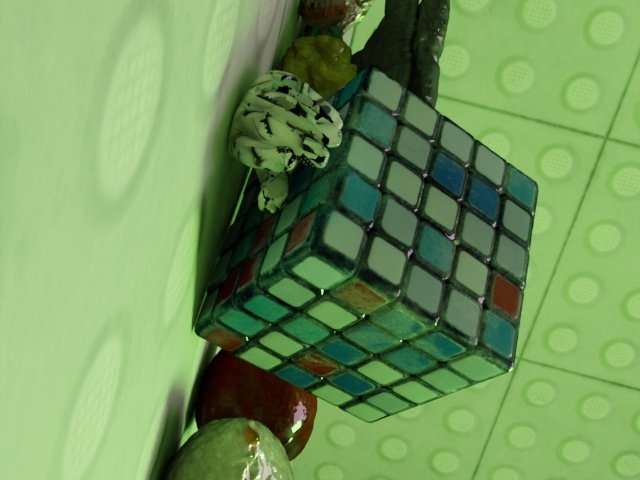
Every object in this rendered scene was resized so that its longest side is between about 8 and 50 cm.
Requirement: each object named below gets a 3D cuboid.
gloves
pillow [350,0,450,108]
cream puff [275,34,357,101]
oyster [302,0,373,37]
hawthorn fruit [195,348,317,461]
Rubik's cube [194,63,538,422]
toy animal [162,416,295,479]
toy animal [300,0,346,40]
[{"bbox_3d":[-0.048,-0.114,0.918,0.127,0.111,0.212,-47,-172,10],"label":"gloves"},{"bbox_3d":[0.092,-0.228,1.280,0.326,0.101,0.228,128,-27,-66],"label":"pillow"},{"bbox_3d":[-0.013,-0.209,1.175,0.156,0.121,0.156,43,-39,51],"label":"cream puff"},{"bbox_3d":[0.008,-0.337,1.387,0.232,0.107,0.161,-57,-171,10],"label":"oyster"},{"bbox_3d":[-0.096,0.228,1.272,0.185,0.185,0.202,103,-15,-50],"label":"hawthorn fruit"},{"bbox_3d":[0.061,0.018,1.054,0.287,0.293,0.292,-34,-147,49],"label":"Rubik's cube"},{"bbox_3d":[-0.124,0.362,1.098,0.226,0.188,0.358,-82,-177,-45],"label":"toy animal"},{"bbox_3d":[0.018,-0.376,1.284,0.103,0.100,0.208,-145,-120,-66],"label":"toy animal"}]
